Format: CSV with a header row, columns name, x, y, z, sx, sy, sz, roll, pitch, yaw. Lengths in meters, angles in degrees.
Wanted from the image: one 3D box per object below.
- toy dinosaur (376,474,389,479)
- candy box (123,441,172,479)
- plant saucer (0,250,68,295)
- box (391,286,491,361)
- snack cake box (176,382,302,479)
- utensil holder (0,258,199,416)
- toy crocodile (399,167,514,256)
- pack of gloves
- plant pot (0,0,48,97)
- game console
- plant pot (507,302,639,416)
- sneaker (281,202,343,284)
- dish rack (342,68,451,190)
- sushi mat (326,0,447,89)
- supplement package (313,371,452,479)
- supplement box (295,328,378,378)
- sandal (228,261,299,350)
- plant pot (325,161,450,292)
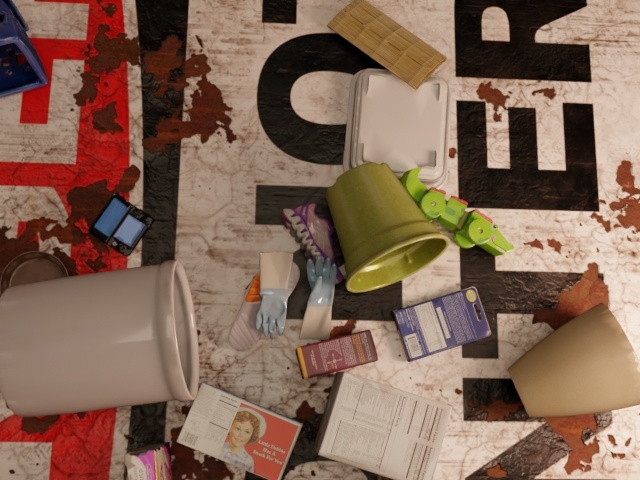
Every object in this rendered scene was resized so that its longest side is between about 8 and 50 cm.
name,x,y,z,sx,sy,sz,roll,pitch,yaw
toy dinosaur,0.061,0.655,1.718,0.118,0.064,0.268,38,82,-3
candy box,-0.384,0.549,1.620,0.071,0.233,0.159,-6,80,-5
plant saucer,-0.713,0.111,1.788,0.169,0.029,0.168,1,80,-3
box,0.310,0.214,1.830,0.225,0.036,0.136,-16,81,-5
snack cake box,-0.193,0.462,1.723,0.264,0.089,0.152,23,77,1
utensil holder,-0.496,0.225,1.635,0.386,0.327,0.327,-6,79,-2
toy crocodile,0.348,-0.065,1.844,0.341,0.115,0.105,31,79,1
pack of gloves,-0.057,0.145,1.748,0.195,0.046,0.232,1,107,-14
plant pot,-0.854,-0.505,1.802,0.236,0.236,0.212,-17,75,-6
game console,-0.504,-0.039,1.809,0.107,0.071,0.122,32,79,3
plant pot,0.612,0.323,1.741,0.274,0.256,0.256,-24,81,8
sneaker,0.000,0.000,1.828,0.105,0.095,0.236,-30,81,-16
dish rack,0.213,-0.308,1.911,0.286,0.072,0.332,5,78,-2
sushi mat,0.179,-0.540,1.939,0.316,0.019,0.151,39,68,14
supplement package,0.141,0.444,1.691,0.263,0.199,0.198,18,79,0
supplement box,0.038,0.282,1.765,0.188,0.104,0.080,-13,81,-6
sandal,-0.155,0.150,1.795,0.102,0.076,0.265,31,99,-19
plant pot,0.141,-0.045,1.776,0.276,0.276,0.253,-21,69,-8
